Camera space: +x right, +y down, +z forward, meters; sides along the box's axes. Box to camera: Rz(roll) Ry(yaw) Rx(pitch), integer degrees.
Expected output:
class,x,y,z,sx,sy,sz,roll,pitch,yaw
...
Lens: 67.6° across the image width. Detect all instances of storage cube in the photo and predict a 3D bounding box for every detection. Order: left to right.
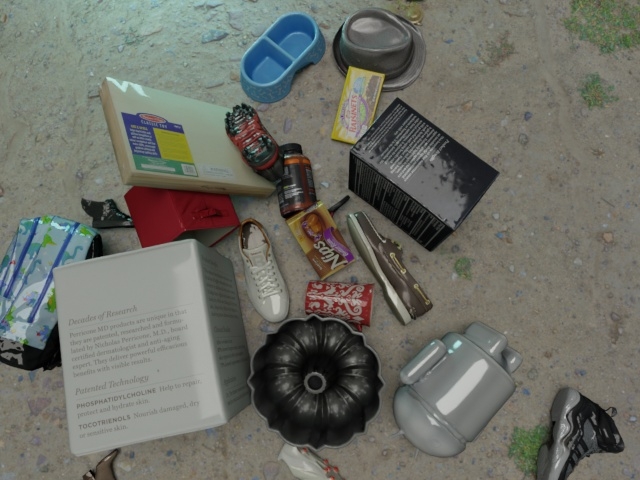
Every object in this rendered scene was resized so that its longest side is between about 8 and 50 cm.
class,x,y,z,sx,sy,sz,roll,pitch,yaw
storage cube,-0.355,-0.078,1.233,0.215,0.184,0.193,-32,76,36

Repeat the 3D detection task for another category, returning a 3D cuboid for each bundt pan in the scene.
class,x,y,z,sx,sy,sz,roll,pitch,yaw
bundt pan,-0.005,0.334,1.180,0.332,0.124,0.330,0,91,7

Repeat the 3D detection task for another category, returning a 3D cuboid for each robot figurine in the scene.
class,x,y,z,sx,sy,sz,roll,pitch,yaw
robot figurine,0.314,0.362,1.136,0.353,0.200,0.300,-46,109,-6

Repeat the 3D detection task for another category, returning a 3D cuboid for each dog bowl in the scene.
class,x,y,z,sx,sy,sz,roll,pitch,yaw
dog bowl,-0.114,-0.542,1.396,0.166,0.074,0.297,41,84,10

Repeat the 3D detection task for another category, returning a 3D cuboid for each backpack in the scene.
class,x,y,z,sx,sy,sz,roll,pitch,yaw
backpack,-0.686,0.113,1.206,0.274,0.290,0.355,32,76,-9

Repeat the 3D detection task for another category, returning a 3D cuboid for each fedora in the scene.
class,x,y,z,sx,sy,sz,roll,pitch,yaw
fedora,0.167,-0.562,1.352,0.276,0.124,0.243,22,86,7

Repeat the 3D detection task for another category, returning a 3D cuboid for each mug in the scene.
class,x,y,z,sx,sy,sz,roll,pitch,yaw
mug,0.048,0.175,1.235,0.170,0.113,0.150,7,78,8

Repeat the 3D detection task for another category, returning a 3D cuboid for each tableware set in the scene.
class,x,y,z,sx,sy,sz,roll,pitch,yaw
tableware set,0.247,-0.714,1.433,0.141,0.020,0.168,7,83,7

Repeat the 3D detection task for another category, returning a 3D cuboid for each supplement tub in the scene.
class,x,y,z,sx,sy,sz,roll,pitch,yaw
supplement tub,-0.071,-0.163,1.306,0.106,0.106,0.197,-9,79,2

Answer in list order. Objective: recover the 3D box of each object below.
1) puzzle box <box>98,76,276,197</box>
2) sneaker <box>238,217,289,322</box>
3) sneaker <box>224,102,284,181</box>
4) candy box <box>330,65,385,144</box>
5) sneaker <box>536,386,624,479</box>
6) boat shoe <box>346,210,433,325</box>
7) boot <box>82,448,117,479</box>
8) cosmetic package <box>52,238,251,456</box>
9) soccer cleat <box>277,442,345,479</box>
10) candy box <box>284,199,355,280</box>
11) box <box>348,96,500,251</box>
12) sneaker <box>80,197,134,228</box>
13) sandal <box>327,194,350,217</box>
class,x,y,z,sx,sy,sz,roll,pitch,yaw
puzzle box,-0.319,-0.244,1.197,0.052,0.409,0.271,-38,64,36
sneaker,-0.162,0.079,1.259,0.106,0.123,0.289,-19,80,-2
sneaker,-0.167,-0.250,1.244,0.098,0.135,0.276,-34,52,3
candy box,0.105,-0.374,1.346,0.105,0.027,0.205,16,99,9
sneaker,0.623,0.502,1.140,0.153,0.101,0.268,19,79,9
boat shoe,0.176,0.058,1.248,0.097,0.116,0.324,-28,83,-7
boot,-0.548,0.608,1.227,0.118,0.042,0.087,-40,86,-3
cosmetic package,-0.369,0.240,1.135,0.328,0.329,0.392,-13,78,2
soccer cleat,-0.018,0.576,1.190,0.196,0.068,0.076,38,99,10
candy box,0.000,0.000,1.253,0.109,0.053,0.186,-31,111,-3
box,0.237,-0.147,1.189,0.294,0.296,0.182,40,84,9
sneaker,-0.589,-0.079,1.349,0.171,0.051,0.088,-2,84,6
sandal,0.016,-0.058,1.304,0.179,0.067,0.040,-36,91,-6
